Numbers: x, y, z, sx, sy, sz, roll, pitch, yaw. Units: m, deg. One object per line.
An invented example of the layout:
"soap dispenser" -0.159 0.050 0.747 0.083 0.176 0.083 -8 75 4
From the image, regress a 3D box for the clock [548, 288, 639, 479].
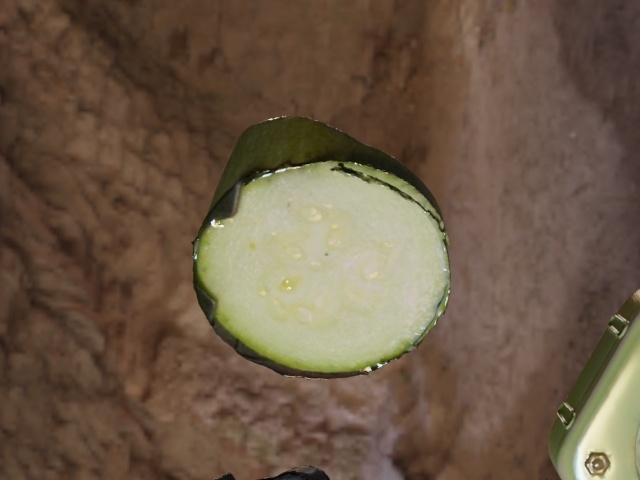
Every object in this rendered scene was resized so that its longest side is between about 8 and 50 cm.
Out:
"clock" 0.299 0.151 0.988 0.170 0.232 0.069 -61 4 6

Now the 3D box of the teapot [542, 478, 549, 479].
"teapot" 0.246 0.334 1.515 0.111 0.108 0.149 53 -175 -16

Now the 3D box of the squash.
"squash" 0.009 0.004 1.109 0.133 0.220 0.220 -70 -11 -57

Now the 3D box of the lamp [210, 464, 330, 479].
"lamp" -0.140 0.412 1.499 0.205 0.374 0.272 2 -107 -69
